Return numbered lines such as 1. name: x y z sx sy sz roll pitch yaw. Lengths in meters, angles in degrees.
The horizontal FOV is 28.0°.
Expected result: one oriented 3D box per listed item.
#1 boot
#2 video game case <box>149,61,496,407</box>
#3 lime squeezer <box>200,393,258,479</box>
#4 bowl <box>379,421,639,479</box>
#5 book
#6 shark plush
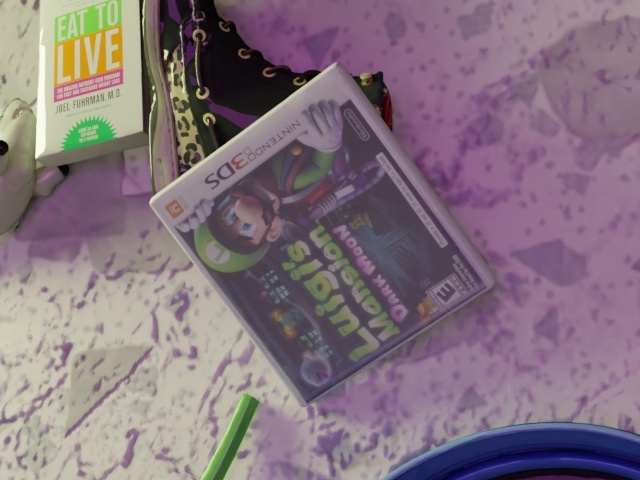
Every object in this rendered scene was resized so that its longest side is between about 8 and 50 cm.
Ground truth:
1. boot: -0.036 -0.126 0.954 0.178 0.085 0.236 -2 88 13
2. video game case: 0.000 0.000 0.909 0.173 0.022 0.190 -35 96 18
3. lime squeezer: -0.151 0.243 0.955 0.310 0.059 0.110 -35 42 8
4. bowl: 0.160 0.315 0.835 0.391 0.077 0.391 -2 82 15
5. book: -0.176 -0.134 1.006 0.096 0.035 0.144 -12 66 17
6. shark plush: -0.265 -0.033 1.035 0.067 0.073 0.161 42 116 36
